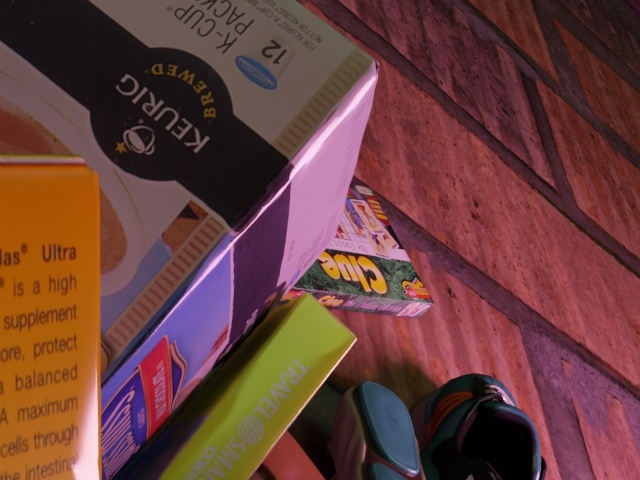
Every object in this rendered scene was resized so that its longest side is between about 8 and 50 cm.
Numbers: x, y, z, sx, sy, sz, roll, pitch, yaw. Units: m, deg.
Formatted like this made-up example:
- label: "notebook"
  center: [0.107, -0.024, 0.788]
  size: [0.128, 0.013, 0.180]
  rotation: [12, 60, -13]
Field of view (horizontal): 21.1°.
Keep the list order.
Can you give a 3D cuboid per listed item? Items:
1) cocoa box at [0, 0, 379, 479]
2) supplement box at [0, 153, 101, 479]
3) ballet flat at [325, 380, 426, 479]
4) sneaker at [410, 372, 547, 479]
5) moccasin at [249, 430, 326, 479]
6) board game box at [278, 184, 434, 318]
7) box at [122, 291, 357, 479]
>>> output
- label: "cocoa box"
  center: [-0.184, -0.060, 0.791]
  size: [0.347, 0.228, 0.231]
  rotation: [38, -17, 7]
- label: "supplement box"
  center: [-0.196, 0.151, 0.504]
  size: [0.195, 0.194, 0.356]
  rotation: [-6, 96, -63]
- label: "ballet flat"
  center: [0.040, 0.186, 1.210]
  size: [0.086, 0.086, 0.248]
  rotation: [46, 11, -16]
- label: "sneaker"
  center: [0.135, 0.172, 1.385]
  size: [0.108, 0.121, 0.302]
  rotation: [51, 23, -4]
- label: "moccasin"
  center: [-0.049, 0.201, 1.008]
  size: [0.380, 0.139, 0.147]
  rotation: [52, 13, -26]
- label: "board game box"
  center: [0.000, 0.000, 1.498]
  size: [0.260, 0.030, 0.136]
  rotation: [9, 51, -58]
- label: "box"
  center: [-0.064, 0.111, 0.879]
  size: [0.042, 0.109, 0.178]
  rotation: [43, 64, -8]
